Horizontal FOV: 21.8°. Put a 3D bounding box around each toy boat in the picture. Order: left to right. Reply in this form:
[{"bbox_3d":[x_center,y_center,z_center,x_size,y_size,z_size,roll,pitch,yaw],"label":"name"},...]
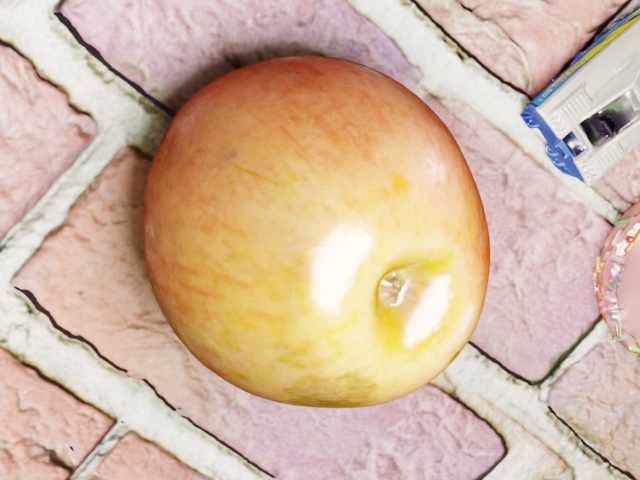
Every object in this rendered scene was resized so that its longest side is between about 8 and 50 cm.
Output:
[{"bbox_3d":[0.373,-0.198,1.885,0.295,0.088,0.129,-40,119,-4],"label":"toy boat"}]

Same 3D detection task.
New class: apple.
[{"bbox_3d":[0.000,0.000,1.702,0.364,0.364,0.363,-8,115,-17],"label":"apple"}]

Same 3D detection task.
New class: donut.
[{"bbox_3d":[0.428,0.020,2.002,0.233,0.085,0.199,-23,119,-9],"label":"donut"}]
